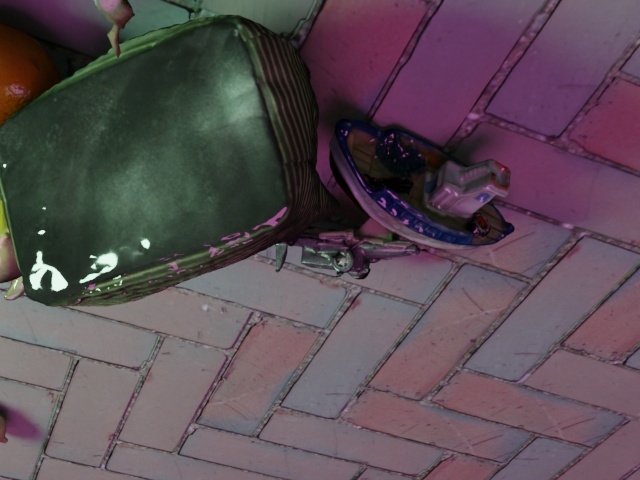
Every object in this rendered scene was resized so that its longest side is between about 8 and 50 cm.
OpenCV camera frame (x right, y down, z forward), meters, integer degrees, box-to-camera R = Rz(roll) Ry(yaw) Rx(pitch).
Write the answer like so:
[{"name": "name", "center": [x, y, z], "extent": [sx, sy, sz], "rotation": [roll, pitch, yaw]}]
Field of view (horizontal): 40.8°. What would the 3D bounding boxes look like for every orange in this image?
[{"name": "orange", "center": [-0.356, -0.161, 0.911], "extent": [0.156, 0.124, 0.156], "rotation": [-27, 152, -16]}]

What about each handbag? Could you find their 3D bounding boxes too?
[{"name": "handbag", "center": [-0.139, -0.071, 0.893], "extent": [0.340, 0.247, 0.240], "rotation": [-21, 170, 19]}]

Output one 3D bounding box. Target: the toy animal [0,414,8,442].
[{"name": "toy animal", "center": [-0.587, 0.302, 1.438], "extent": [0.083, 0.089, 0.150], "rotation": [-34, 124, 6]}]

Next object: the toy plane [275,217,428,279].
[{"name": "toy plane", "center": [0.000, 0.011, 1.102], "extent": [0.262, 0.088, 0.192], "rotation": [-6, 168, 19]}]

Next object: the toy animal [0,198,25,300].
[{"name": "toy animal", "center": [-0.361, -0.024, 1.005], "extent": [0.121, 0.169, 0.233], "rotation": [8, 168, -9]}]

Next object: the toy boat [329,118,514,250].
[{"name": "toy boat", "center": [0.126, -0.070, 0.995], "extent": [0.262, 0.114, 0.115], "rotation": [21, 144, -14]}]

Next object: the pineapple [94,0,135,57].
[{"name": "pineapple", "center": [-0.196, -0.292, 0.672], "extent": [0.262, 0.272, 0.262], "rotation": [0, 135, 0]}]
